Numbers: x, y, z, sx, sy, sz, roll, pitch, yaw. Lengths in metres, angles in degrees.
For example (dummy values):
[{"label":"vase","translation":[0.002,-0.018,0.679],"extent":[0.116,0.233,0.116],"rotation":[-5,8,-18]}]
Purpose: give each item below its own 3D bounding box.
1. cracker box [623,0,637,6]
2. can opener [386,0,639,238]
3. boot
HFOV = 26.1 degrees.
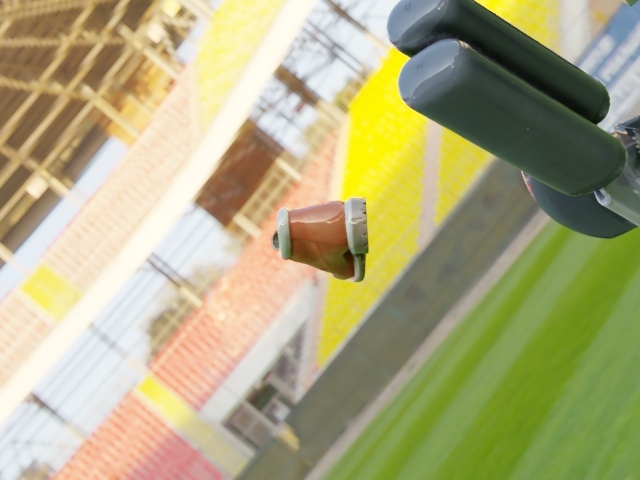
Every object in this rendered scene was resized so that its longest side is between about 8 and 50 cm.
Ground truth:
[{"label":"cracker box","translation":[0.335,-0.329,1.230],"extent":[0.232,0.067,0.156],"rotation":[-36,-28,14]},{"label":"can opener","translation":[0.124,-0.053,0.805],"extent":[0.095,0.076,0.283],"rotation":[-30,-35,33]},{"label":"boot","translation":[0.000,0.000,1.208],"extent":[0.158,0.085,0.059],"rotation":[81,-175,-73]}]
